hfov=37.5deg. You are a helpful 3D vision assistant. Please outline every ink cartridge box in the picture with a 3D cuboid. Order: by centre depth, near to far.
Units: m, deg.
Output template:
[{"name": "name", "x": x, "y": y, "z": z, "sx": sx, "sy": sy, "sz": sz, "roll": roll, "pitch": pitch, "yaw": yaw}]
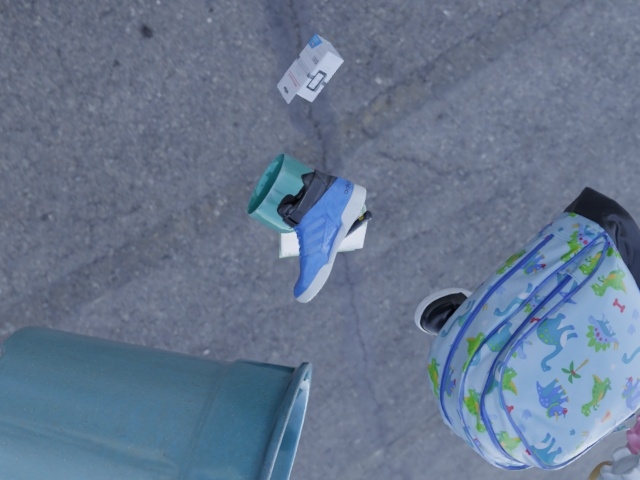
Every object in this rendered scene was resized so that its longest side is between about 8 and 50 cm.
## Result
[{"name": "ink cartridge box", "x": -0.014, "y": -0.208, "z": 1.173, "sx": 0.028, "sy": 0.048, "sz": 0.083, "roll": 24, "pitch": 115, "yaw": -38}, {"name": "ink cartridge box", "x": 0.000, "y": 0.000, "z": 1.918, "sx": 0.171, "sy": 0.056, "sz": 0.235, "roll": -5, "pitch": 154, "yaw": -5}]

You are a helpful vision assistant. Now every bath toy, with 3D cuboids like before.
[{"name": "bath toy", "x": 0.583, "y": 0.380, "z": 1.665, "sx": 0.348, "sy": 0.151, "sz": 0.129, "roll": -42, "pitch": 104, "yaw": -25}]

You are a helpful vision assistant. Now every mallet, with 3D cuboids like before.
[{"name": "mallet", "x": 0.027, "y": -0.008, "z": 1.669, "sx": 0.039, "sy": 0.062, "sz": 0.189, "roll": 24, "pitch": 132, "yaw": -28}]

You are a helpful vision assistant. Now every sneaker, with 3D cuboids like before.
[{"name": "sneaker", "x": -0.018, "y": -0.008, "z": 1.062, "sx": 0.084, "sy": 0.058, "sz": 0.152, "roll": 23, "pitch": 110, "yaw": -10}, {"name": "sneaker", "x": 0.259, "y": 0.134, "z": 1.447, "sx": 0.216, "sy": 0.121, "sz": 0.079, "roll": 8, "pitch": 107, "yaw": -33}]

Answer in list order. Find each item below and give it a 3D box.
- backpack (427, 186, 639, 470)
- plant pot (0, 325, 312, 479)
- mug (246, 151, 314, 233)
[{"name": "backpack", "x": 0.318, "y": 0.151, "z": 1.300, "sx": 0.355, "sy": 0.273, "sz": 0.290, "roll": -29, "pitch": 115, "yaw": 0}, {"name": "plant pot", "x": -0.212, "y": 0.258, "z": 1.068, "sx": 0.334, "sy": 0.341, "sz": 0.341, "roll": 16, "pitch": 131, "yaw": 6}, {"name": "mug", "x": -0.054, "y": -0.088, "z": 1.692, "sx": 0.097, "sy": 0.158, "sz": 0.129, "roll": 30, "pitch": 144, "yaw": -16}]
